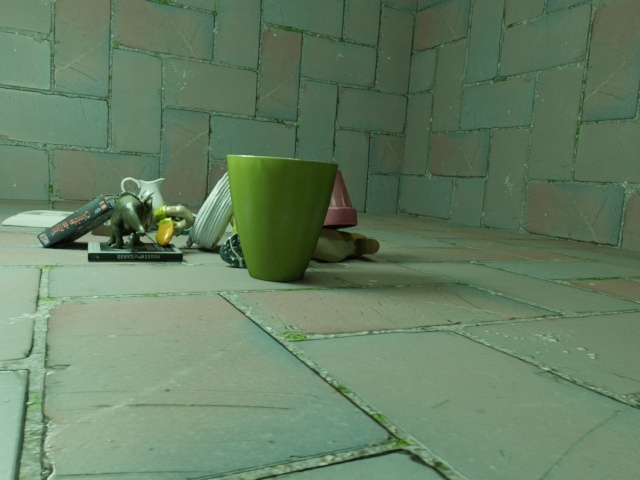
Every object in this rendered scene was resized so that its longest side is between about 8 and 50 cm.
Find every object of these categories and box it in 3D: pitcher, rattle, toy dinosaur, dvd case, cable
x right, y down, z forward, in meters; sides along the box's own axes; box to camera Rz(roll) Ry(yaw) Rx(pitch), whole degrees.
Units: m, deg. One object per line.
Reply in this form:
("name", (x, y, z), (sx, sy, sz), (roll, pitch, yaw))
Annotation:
("pitcher", (-0.725, -0.153, 2.146), (0.177, 0.207, 0.125), (2, 7, -13))
("rattle", (-0.442, -0.013, 1.612), (0.130, 0.143, 0.200), (-19, -25, -18))
("toy dinosaur", (-0.527, -0.062, 1.428), (0.121, 0.160, 0.313), (2, 5, -13))
("dvd case", (-0.519, 0.032, 1.462), (0.238, 0.030, 0.179), (0, 8, -24))
("cable", (-0.325, -0.093, 1.677), (0.089, 0.257, 0.257), (30, -25, -7))

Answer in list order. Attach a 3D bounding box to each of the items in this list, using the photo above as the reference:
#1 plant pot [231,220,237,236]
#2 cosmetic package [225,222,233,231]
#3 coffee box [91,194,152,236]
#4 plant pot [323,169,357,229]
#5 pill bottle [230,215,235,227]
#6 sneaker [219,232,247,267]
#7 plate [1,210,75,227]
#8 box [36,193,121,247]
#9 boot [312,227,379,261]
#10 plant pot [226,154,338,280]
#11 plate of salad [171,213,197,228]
("plant pot", (-0.177, -0.047, 1.658), (0.212, 0.187, 0.212), (3, 7, -7))
("cosmetic package", (-0.416, -0.080, 2.338), (0.099, 0.060, 0.239), (3, 7, -18))
("coffee box", (-0.730, -0.095, 1.943), (0.098, 0.141, 0.246), (6, 8, 11))
("plant pot", (0.009, -0.126, 1.662), (0.201, 0.180, 0.201), (-6, -4, 0))
("pill bottle", (-0.289, -0.084, 2.119), (0.136, 0.136, 0.245), (2, 7, -17))
("sneaker", (-0.152, 0.014, 1.485), (0.283, 0.110, 0.122), (-16, -2, -25))
("plate", (-1.062, -0.087, 2.081), (0.278, 0.045, 0.277), (3, 6, -9))
("box", (-0.696, -0.061, 1.560), (0.233, 0.044, 0.159), (-30, 3, 6))
("boot", (0.025, 0.014, 1.716), (0.295, 0.104, 0.211), (3, 0, -29))
("plant pot", (-0.103, -0.055, 1.308), (0.274, 0.293, 0.275), (4, 7, -1))
("plate of salad", (-0.561, -0.081, 2.227), (0.200, 0.048, 0.200), (12, -12, 3))
